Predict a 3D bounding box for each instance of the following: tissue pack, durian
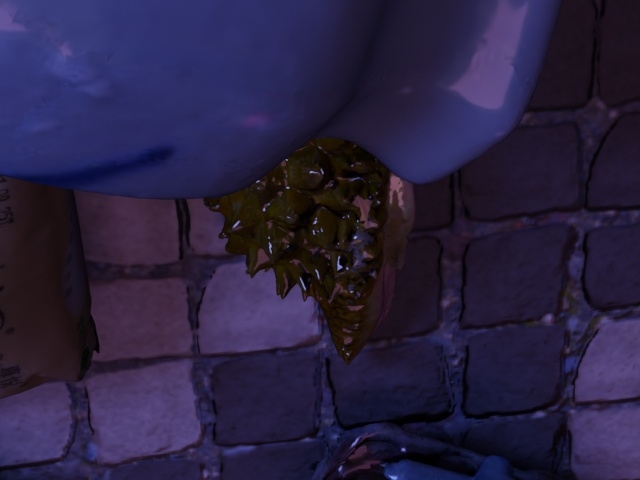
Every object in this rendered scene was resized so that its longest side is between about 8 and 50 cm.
[{"bbox_3d":[-0.238,-0.005,0.905,0.215,0.123,0.256,-9,146,-7],"label":"tissue pack"},{"bbox_3d":[0.007,0.005,1.007,0.140,0.078,0.224,-11,127,1],"label":"durian"}]

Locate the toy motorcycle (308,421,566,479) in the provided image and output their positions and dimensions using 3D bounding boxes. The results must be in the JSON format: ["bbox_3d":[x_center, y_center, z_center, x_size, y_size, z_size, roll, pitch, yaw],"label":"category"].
[{"bbox_3d":[0.114,0.241,1.178,0.319,0.241,0.182,44,71,-37],"label":"toy motorcycle"}]

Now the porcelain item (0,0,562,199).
[{"bbox_3d":[-0.098,-0.144,0.744,0.405,0.242,0.178,8,131,-35],"label":"porcelain item"}]
